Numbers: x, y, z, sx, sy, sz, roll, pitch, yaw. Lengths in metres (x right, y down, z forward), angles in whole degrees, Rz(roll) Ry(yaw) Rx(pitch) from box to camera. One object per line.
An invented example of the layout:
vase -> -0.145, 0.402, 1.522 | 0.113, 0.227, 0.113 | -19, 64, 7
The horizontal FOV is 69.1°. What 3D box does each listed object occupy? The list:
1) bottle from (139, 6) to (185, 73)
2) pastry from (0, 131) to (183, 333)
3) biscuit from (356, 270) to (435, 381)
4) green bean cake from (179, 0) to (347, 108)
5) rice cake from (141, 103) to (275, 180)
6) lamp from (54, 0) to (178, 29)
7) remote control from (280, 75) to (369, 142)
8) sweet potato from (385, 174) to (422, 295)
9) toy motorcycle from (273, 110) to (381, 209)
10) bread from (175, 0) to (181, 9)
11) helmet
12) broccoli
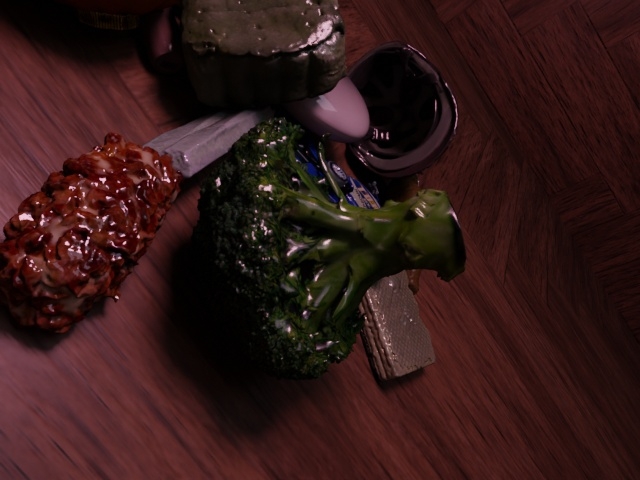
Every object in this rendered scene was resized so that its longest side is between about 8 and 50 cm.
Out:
bottle -> -0.229, -0.306, 0.654 | 0.053, 0.053, 0.140 | -2, 67, -52
pastry -> -0.212, -0.014, 0.441 | 0.115, 0.097, 0.208 | 38, 42, -14
biscuit -> 0.115, 0.102, 0.799 | 0.150, 0.052, 0.252 | 6, 61, -50
green bean cake -> -0.078, -0.296, 0.651 | 0.223, 0.125, 0.227 | -7, 61, -7
rice cake -> -0.146, -0.137, 0.613 | 0.226, 0.085, 0.040 | -53, 145, -51
lamp -> -0.253, -0.355, 0.536 | 0.223, 0.196, 0.223 | 8, 37, -6
remote control -> -0.028, -0.297, 0.821 | 0.221, 0.103, 0.332 | 11, 44, -48
sweet potato -> 0.183, -0.028, 0.939 | 0.112, 0.085, 0.285 | 91, -3, -60
toy motorcycle -> 0.014, -0.083, 0.760 | 0.315, 0.113, 0.169 | 45, 27, -8
bread -> -0.211, -0.418, 0.747 | 0.156, 0.064, 0.117 | 30, 41, -34
helmet -> 0.173, -0.248, 0.973 | 0.177, 0.225, 0.305 | 13, 49, -61
broccoli -> 0.000, 0.000, 0.537 | 0.297, 0.297, 0.297 | -13, 90, -83
